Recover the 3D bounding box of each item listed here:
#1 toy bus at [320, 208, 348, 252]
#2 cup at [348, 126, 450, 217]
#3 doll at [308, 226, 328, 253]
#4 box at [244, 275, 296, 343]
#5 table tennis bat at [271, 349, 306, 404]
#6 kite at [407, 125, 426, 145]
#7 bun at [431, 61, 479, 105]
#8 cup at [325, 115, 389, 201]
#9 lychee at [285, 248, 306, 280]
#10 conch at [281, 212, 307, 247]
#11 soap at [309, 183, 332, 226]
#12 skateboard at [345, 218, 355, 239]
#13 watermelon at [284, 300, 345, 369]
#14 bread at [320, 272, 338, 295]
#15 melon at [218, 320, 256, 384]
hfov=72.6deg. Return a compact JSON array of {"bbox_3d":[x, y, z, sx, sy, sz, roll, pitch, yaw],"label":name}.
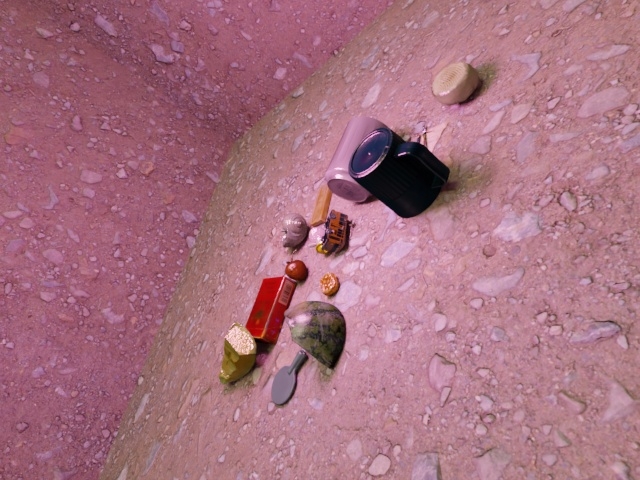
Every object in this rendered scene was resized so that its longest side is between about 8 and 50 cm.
[{"bbox_3d":[0.065,-0.037,1.966,0.091,0.103,0.182,121,164,-54],"label":"toy bus"},{"bbox_3d":[0.289,-0.248,1.637,0.242,0.292,0.308,-53,30,9],"label":"cup"},{"bbox_3d":[0.000,0.000,2.056,0.129,0.081,0.207,-39,35,6],"label":"doll"},{"bbox_3d":[-0.246,0.333,2.095,0.197,0.089,0.313,-11,53,50],"label":"box"},{"bbox_3d":[-0.130,0.550,1.767,0.244,0.040,0.153,-59,30,5],"label":"table tennis bat"},{"bbox_3d":[0.398,-0.355,1.865,0.169,0.015,0.310,-32,39,39],"label":"kite"},{"bbox_3d":[0.554,-0.635,1.796,0.195,0.118,0.195,-29,43,32],"label":"bun"},{"bbox_3d":[0.210,-0.354,1.961,0.322,0.237,0.327,10,67,30],"label":"cup"},{"bbox_3d":[-0.118,0.132,2.082,0.114,0.101,0.140,-26,42,-19],"label":"lychee"},{"bbox_3d":[-0.134,-0.050,2.259,0.200,0.131,0.172,126,141,-74],"label":"conch"},{"bbox_3d":[0.009,-0.189,2.267,0.092,0.037,0.252,-22,44,44],"label":"soap"},{"bbox_3d":[0.126,-0.049,1.939,0.032,0.064,0.083,-12,62,36],"label":"skateboard"},{"bbox_3d":[-0.014,0.349,1.696,0.305,0.223,0.180,-126,27,-57],"label":"watermelon"},{"bbox_3d":[0.039,0.185,1.856,0.083,0.044,0.111,-42,34,19],"label":"bread"},{"bbox_3d":[-0.399,0.548,2.046,0.196,0.124,0.323,50,134,29],"label":"melon"}]
